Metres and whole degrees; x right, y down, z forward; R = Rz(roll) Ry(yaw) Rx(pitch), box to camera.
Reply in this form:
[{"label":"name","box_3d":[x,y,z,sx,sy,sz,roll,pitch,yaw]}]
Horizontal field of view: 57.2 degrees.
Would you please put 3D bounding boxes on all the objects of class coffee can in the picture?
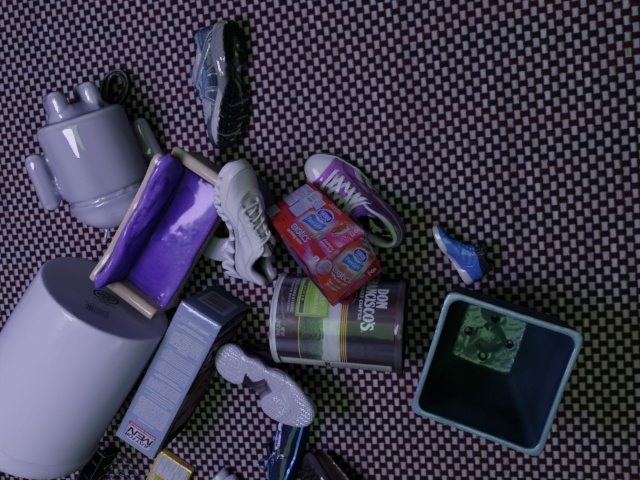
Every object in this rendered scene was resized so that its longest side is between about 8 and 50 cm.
[{"label":"coffee can","box_3d":[0.047,0.176,1.271,0.275,0.201,0.202,2,98,11]}]

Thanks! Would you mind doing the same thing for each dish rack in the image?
[{"label":"dish rack","box_3d":[-0.523,0.694,1.531,0.271,0.074,0.208,36,106,21]}]

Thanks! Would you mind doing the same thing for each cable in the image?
[{"label":"cable","box_3d":[-0.549,-0.281,1.434,0.139,0.072,0.287,44,104,-1]}]

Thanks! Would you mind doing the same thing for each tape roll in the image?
[{"label":"tape roll","box_3d":[-0.218,-0.064,1.380,0.219,0.072,0.220,2,97,14]}]

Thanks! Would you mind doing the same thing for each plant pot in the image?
[{"label":"plant pot","box_3d":[0.346,0.228,1.184,0.246,0.252,0.248,18,101,12]}]

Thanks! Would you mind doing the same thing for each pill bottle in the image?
[{"label":"pill bottle","box_3d":[-0.221,0.630,1.472,0.065,0.065,0.116,-43,86,15]}]

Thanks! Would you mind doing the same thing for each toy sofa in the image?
[{"label":"toy sofa","box_3d":[-0.333,-0.014,1.287,0.150,0.177,0.363,34,103,8]}]

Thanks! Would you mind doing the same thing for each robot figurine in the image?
[{"label":"robot figurine","box_3d":[-0.510,-0.179,1.352,0.299,0.199,0.354,-25,111,-23]}]

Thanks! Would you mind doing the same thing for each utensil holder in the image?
[{"label":"utensil holder","box_3d":[-0.574,0.276,1.334,0.327,0.327,0.386,36,101,7]}]

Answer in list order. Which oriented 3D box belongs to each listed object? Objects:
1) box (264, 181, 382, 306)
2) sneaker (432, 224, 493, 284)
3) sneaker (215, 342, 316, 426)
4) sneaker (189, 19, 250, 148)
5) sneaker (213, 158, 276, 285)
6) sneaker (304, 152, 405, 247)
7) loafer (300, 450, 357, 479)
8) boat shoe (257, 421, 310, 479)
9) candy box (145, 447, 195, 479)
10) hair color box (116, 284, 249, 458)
[{"label":"box","box_3d":[0.000,0.000,1.221,0.128,0.257,0.123,-35,128,-8]},{"label":"sneaker","box_3d":[0.312,0.014,1.264,0.084,0.058,0.152,-34,92,21]},{"label":"sneaker","box_3d":[-0.103,0.315,1.354,0.268,0.153,0.101,32,103,18]},{"label":"sneaker","box_3d":[-0.237,-0.352,1.348,0.122,0.110,0.283,6,96,31]},{"label":"sneaker","box_3d":[-0.145,-0.032,1.225,0.118,0.110,0.292,29,136,38]},{"label":"sneaker","box_3d":[0.069,-0.091,1.260,0.282,0.161,0.102,40,104,7]},{"label":"loafer","box_3d":[0.094,0.640,1.383,0.366,0.130,0.134,49,139,13]},{"label":"boat shoe","box_3d":[-0.088,0.505,1.418,0.088,0.109,0.259,16,84,19]},{"label":"candy box","box_3d":[-0.414,0.656,1.542,0.105,0.027,0.206,29,103,9]},{"label":"hair color box","box_3d":[-0.323,0.305,1.393,0.113,0.185,0.375,31,103,8]}]
